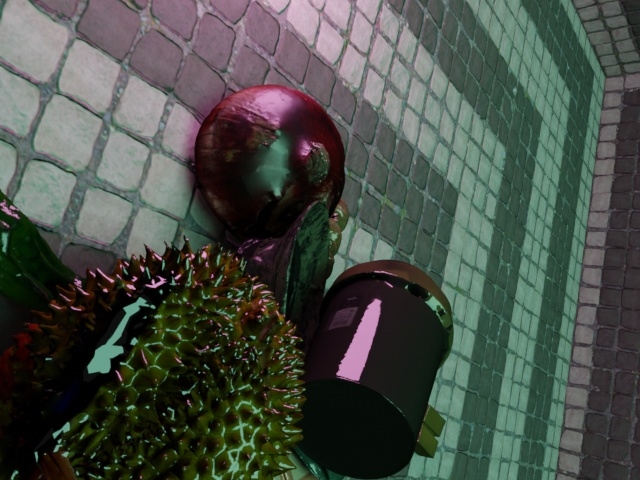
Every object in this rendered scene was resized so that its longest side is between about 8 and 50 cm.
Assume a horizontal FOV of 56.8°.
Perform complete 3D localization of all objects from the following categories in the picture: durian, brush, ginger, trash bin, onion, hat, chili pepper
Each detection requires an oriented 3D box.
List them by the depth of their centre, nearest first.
[{"bbox_3d":[-0.191,0.195,0.656,0.348,0.384,0.348,51,11,-14],"label":"durian"},{"bbox_3d":[-0.345,0.019,0.690,0.100,0.074,0.257,-61,138,-33],"label":"chili pepper"},{"bbox_3d":[-0.072,0.063,0.866,0.265,0.128,0.266,11,90,-80],"label":"hat"},{"bbox_3d":[0.086,0.162,0.880,0.334,0.214,0.214,-62,137,-56],"label":"trash bin"},{"bbox_3d":[-0.055,-0.108,0.930,0.271,0.195,0.272,-9,105,-34],"label":"onion"},{"bbox_3d":[0.000,0.000,1.080,0.080,0.104,0.204,44,42,-25],"label":"ginger"},{"bbox_3d":[0.220,0.422,1.401,0.233,0.047,0.103,50,55,-38],"label":"brush"}]

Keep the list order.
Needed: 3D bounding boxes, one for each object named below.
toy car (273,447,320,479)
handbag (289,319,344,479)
[{"bbox_3d":[-0.104,0.389,0.917,0.270,0.180,0.213,-10,89,-49],"label":"toy car"},{"bbox_3d":[0.028,0.235,1.014,0.238,0.089,0.326,48,29,5],"label":"handbag"}]
